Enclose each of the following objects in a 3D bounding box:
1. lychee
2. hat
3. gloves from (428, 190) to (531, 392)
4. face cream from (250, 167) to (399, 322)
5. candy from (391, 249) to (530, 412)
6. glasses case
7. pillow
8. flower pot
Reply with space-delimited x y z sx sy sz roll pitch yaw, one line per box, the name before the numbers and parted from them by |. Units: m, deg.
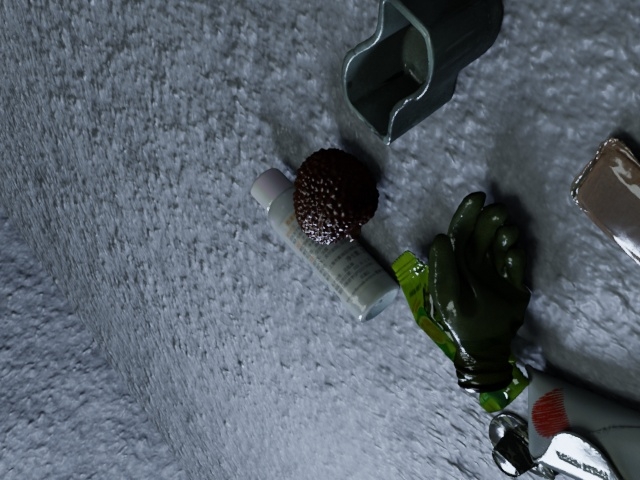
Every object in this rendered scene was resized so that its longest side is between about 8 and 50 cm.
lychee | 0.020 -0.060 1.852 0.123 0.123 0.129 144 119 -67
hat | 0.275 0.303 1.930 0.121 0.050 0.121 39 151 26
gloves | 0.195 0.061 1.676 0.107 0.135 0.268 -123 28 -56
face cream | 0.000 0.000 2.010 0.269 0.082 0.082 48 156 18
candy | 0.183 0.112 1.827 0.246 0.069 0.149 49 160 7
glasses case | 0.348 0.250 1.680 0.308 0.083 0.128 19 139 53
pillow | 0.346 -0.004 1.410 0.211 0.034 0.135 47 152 13
flower pot | 0.107 -0.207 1.495 0.103 0.108 0.229 52 155 8
